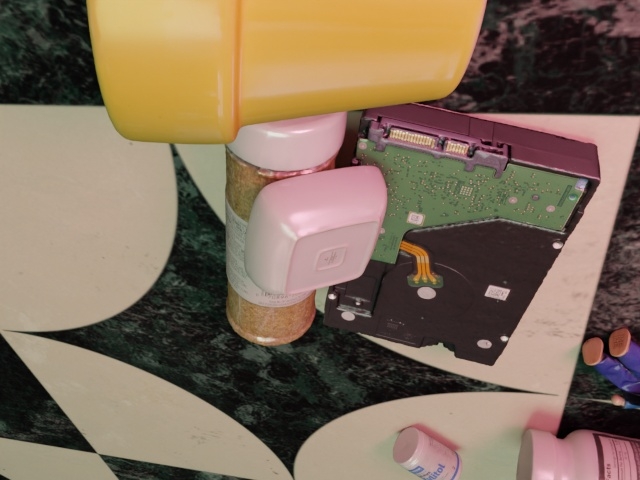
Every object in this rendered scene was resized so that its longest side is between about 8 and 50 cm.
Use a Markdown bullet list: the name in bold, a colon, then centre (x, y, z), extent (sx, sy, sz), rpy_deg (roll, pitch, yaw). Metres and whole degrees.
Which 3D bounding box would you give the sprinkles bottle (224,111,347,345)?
- **sprinkles bottle**: centre (-0.050, -0.023, 0.724), extent (0.121, 0.121, 0.356), rpy_deg (13, 138, 4)

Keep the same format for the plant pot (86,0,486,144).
- **plant pot**: centre (-0.018, -0.190, 0.459), extent (0.238, 0.254, 0.254), rpy_deg (3, 139, -6)

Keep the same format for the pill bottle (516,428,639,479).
- **pill bottle**: centre (0.445, 0.373, 0.960), extent (0.278, 0.162, 0.162), rpy_deg (8, 138, 10)

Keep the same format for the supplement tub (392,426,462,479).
- **supplement tub**: centre (0.186, 0.378, 1.118), extent (0.107, 0.071, 0.071), rpy_deg (34, 136, -19)

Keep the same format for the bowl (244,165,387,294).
- **bowl**: centre (0.000, 0.000, 0.636), extent (0.141, 0.053, 0.142), rpy_deg (-12, 143, -23)

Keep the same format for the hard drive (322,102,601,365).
- **hard drive**: centre (0.136, 0.008, 0.741), extent (0.236, 0.064, 0.339), rpy_deg (13, 139, 5)

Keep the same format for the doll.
- **doll**: centre (0.436, 0.186, 0.849), extent (0.189, 0.046, 0.129), rpy_deg (37, 135, -21)
